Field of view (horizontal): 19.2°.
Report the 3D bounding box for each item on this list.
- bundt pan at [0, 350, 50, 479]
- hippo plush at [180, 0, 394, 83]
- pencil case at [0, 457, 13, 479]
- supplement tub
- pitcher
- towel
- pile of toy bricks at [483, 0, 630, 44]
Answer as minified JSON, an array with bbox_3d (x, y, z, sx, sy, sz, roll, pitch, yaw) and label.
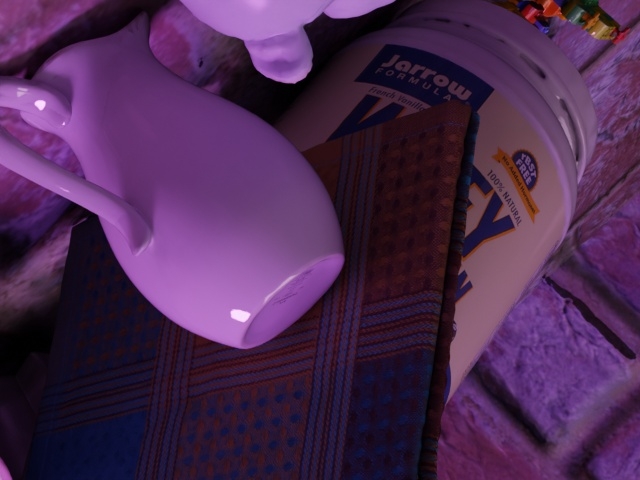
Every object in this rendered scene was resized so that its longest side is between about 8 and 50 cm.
[{"bbox_3d":[-0.207,0.187,1.551,0.331,0.124,0.331,-27,156,-13],"label":"bundt pan"},{"bbox_3d":[0.029,-0.181,0.954,0.294,0.234,0.236,-28,160,-48],"label":"hippo plush"},{"bbox_3d":[-0.376,0.223,1.207,0.386,0.160,0.167,-38,-173,-19],"label":"pencil case"},{"bbox_3d":[0.053,-0.015,1.453,0.325,0.235,0.235,-51,173,-34],"label":"supplement tub"},{"bbox_3d":[-0.098,-0.031,1.111,0.178,0.207,0.125,-24,156,-51],"label":"pitcher"},{"bbox_3d":[-0.055,0.071,1.213,0.370,0.271,0.040,-16,146,42],"label":"towel"},{"bbox_3d":[0.230,-0.214,1.699,0.118,0.105,0.212,-49,165,24],"label":"pile of toy bricks"}]
